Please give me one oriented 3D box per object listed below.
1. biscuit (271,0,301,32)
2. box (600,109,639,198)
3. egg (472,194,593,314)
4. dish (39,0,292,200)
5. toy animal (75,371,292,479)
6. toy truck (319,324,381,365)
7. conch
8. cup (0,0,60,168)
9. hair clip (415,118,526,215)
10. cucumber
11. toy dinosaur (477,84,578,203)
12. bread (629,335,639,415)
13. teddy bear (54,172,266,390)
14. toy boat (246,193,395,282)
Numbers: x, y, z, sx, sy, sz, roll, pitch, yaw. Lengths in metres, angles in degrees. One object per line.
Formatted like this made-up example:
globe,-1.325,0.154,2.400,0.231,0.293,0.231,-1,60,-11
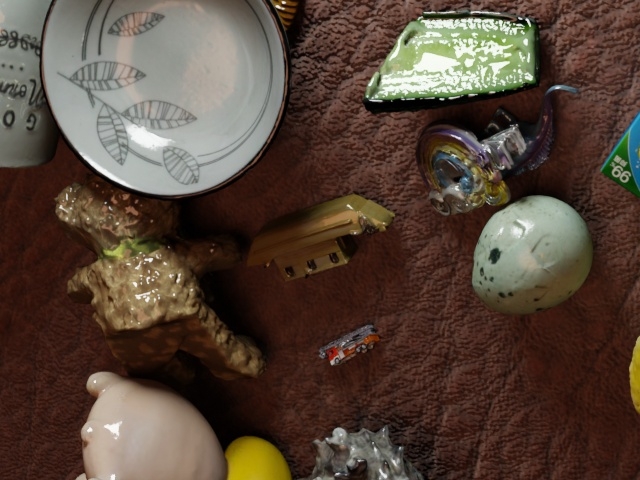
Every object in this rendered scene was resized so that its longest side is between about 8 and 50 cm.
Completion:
biscuit,-0.108,-0.311,1.758,0.187,0.027,0.188,9,115,21
box,0.422,-0.083,1.598,0.194,0.073,0.139,34,120,7
egg,0.233,0.022,1.690,0.131,0.131,0.164,45,127,1
dish,-0.168,-0.206,1.746,0.316,0.106,0.317,5,105,19
toy animal,-0.223,0.357,1.923,0.246,0.278,0.345,-19,136,43
toy truck,0.036,0.135,1.883,0.083,0.024,0.032,-32,74,28
conch,0.057,0.371,1.894,0.240,0.186,0.313,22,141,44
cup,-0.356,-0.220,1.838,0.258,0.186,0.234,15,111,-16
hair clip,0.164,-0.088,1.691,0.172,0.049,0.116,-16,103,55
cucumber,0.151,-0.192,1.667,0.193,0.115,0.086,-5,152,20
toy dinosaur,0.224,-0.113,1.690,0.080,0.045,0.197,36,129,2
bread,0.437,0.139,1.627,0.197,0.170,0.197,8,112,20
teddy bear,-0.207,0.048,1.894,0.246,0.223,0.296,-13,149,21
toy boat,0.000,0.000,1.825,0.200,0.057,0.077,-18,108,28
